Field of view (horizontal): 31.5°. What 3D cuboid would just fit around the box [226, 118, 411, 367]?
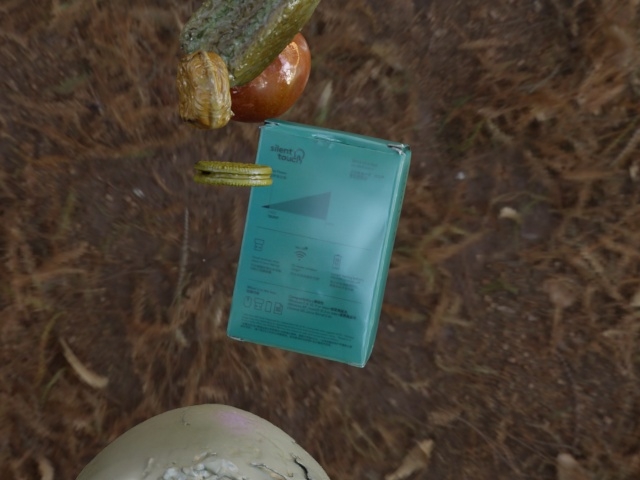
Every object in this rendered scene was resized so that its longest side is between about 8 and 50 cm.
[{"bbox_3d":[0.000,0.000,1.575,0.205,0.118,0.311,10,100,6],"label":"box"}]

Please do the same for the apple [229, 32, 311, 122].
[{"bbox_3d":[-0.095,-0.245,1.628,0.163,0.163,0.139,10,125,-6],"label":"apple"}]

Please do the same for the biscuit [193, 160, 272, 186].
[{"bbox_3d":[-0.092,-0.070,1.190,0.084,0.084,0.023,2,97,-6],"label":"biscuit"}]

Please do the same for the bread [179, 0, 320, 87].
[{"bbox_3d":[-0.083,-0.294,1.475,0.102,0.138,0.196,45,99,2],"label":"bread"}]

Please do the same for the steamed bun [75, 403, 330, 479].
[{"bbox_3d":[-0.126,0.316,1.334,0.333,0.312,0.233,21,107,-10],"label":"steamed bun"}]

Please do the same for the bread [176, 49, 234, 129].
[{"bbox_3d":[-0.123,-0.155,1.177,0.044,0.110,0.083,-11,97,-16],"label":"bread"}]
